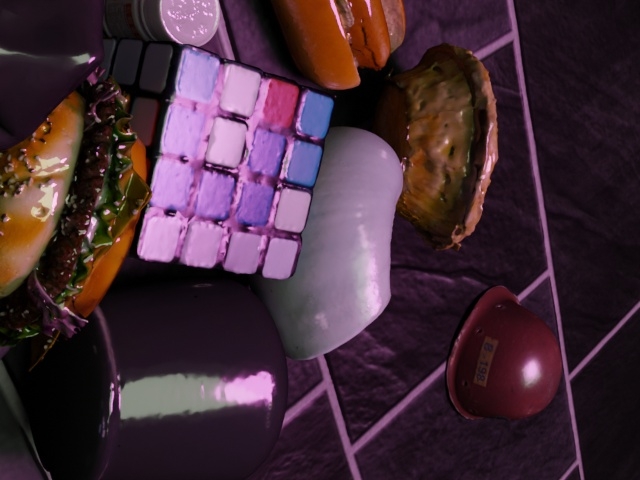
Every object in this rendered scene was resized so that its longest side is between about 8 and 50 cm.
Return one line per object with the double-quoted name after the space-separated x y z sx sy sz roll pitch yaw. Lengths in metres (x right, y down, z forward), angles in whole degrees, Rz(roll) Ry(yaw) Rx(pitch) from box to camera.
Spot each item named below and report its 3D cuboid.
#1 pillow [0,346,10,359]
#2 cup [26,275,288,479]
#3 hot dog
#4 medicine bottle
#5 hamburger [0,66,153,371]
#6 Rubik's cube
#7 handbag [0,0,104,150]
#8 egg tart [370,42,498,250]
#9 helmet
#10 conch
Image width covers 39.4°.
-0.312 0.074 0.551 0.250 0.106 0.186 -51 124 -26 "pillow"
-0.139 0.133 0.709 0.176 0.169 0.223 1 130 -40 "cup"
-0.008 -0.289 0.760 0.135 0.100 0.337 -42 126 -28 "hot dog"
-0.124 -0.175 0.683 0.057 0.089 0.057 -11 106 -42 "medicine bottle"
-0.173 -0.019 0.545 0.093 0.164 0.190 20 102 -28 "hamburger"
-0.106 -0.064 0.682 0.154 0.155 0.151 12 94 -44 "Rubik's cube"
-0.226 -0.237 0.465 0.288 0.152 0.342 42 28 -34 "handbag"
0.102 -0.090 0.868 0.090 0.212 0.213 -2 103 -12 "egg tart"
0.247 0.149 1.114 0.155 0.106 0.175 27 76 -45 "helmet"
-0.005 -0.003 0.778 0.120 0.221 0.185 18 131 -10 "conch"
